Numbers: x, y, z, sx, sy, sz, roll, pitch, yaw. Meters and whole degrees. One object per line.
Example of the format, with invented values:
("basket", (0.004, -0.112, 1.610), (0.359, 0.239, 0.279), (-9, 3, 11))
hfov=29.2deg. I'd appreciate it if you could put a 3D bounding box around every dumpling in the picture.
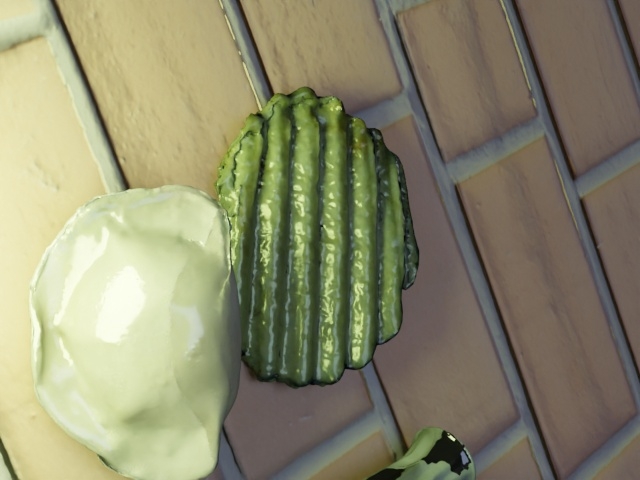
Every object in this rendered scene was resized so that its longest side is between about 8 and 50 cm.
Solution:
("dumpling", (-0.224, 0.119, 1.492), (0.260, 0.181, 0.341), (1, 113, -19))

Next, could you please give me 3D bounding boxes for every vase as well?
("vase", (0.072, 0.396, 1.703), (0.360, 0.165, 0.165), (-31, 104, -42))

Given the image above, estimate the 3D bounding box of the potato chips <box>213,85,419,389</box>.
("potato chips", (0.000, 0.000, 1.750), (0.358, 0.070, 0.429), (10, 76, -35))
